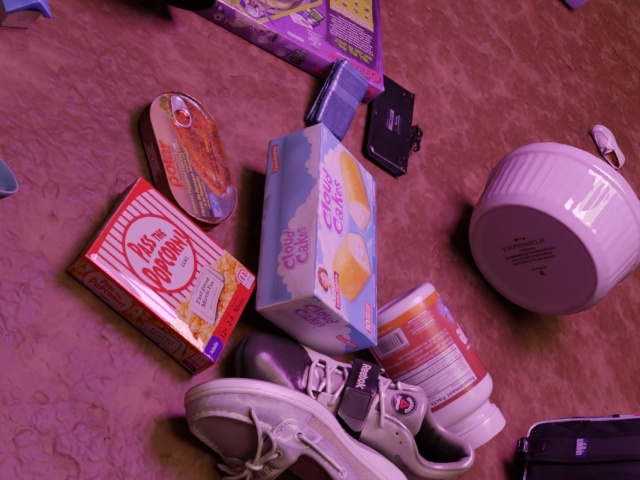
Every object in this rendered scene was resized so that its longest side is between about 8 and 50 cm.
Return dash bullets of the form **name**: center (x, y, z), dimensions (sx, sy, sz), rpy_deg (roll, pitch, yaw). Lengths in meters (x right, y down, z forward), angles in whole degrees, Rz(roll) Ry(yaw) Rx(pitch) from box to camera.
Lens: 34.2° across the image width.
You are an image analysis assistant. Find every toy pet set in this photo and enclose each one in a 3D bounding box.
- **toy pet set**: center (-0.371, -0.315, 1.237), dimensions (0.122, 0.065, 0.114), rpy_deg (-4, 68, -45)

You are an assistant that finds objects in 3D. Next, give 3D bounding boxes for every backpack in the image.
- **backpack**: center (0.419, 0.358, 1.439), dimensions (0.191, 0.254, 0.225), rpy_deg (54, 35, -35)

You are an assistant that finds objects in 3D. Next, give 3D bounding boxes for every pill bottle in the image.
- **pill bottle**: center (0.153, 0.175, 1.393), dimensions (0.121, 0.121, 0.216), rpy_deg (-32, 90, -49)

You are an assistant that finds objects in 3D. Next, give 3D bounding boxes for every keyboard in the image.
- **keyboard**: center (0.120, -0.180, 1.661), dimensions (0.108, 0.023, 0.180), rpy_deg (29, 49, -24)

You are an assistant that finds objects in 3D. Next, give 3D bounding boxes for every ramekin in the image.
- **ramekin**: center (0.353, -0.004, 1.604), dimensions (0.273, 0.273, 0.127), rpy_deg (49, 53, -9)

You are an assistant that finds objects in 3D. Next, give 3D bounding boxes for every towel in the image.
- **towel**: center (0.028, -0.209, 1.557), dimensions (0.067, 0.029, 0.119), rpy_deg (37, 65, -29)

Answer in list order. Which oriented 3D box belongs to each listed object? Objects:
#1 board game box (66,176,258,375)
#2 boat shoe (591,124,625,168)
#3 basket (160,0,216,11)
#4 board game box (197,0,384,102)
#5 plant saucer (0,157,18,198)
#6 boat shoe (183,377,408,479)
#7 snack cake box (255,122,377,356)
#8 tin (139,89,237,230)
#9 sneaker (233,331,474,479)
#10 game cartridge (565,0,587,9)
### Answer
- **board game box**: center (-0.179, 0.041, 1.213), dimensions (0.193, 0.045, 0.146), rpy_deg (42, 43, -17)
- **boat shoe**: center (0.579, -0.188, 2.103), dimensions (0.100, 0.035, 0.035), rpy_deg (56, 38, -11)
- **basket**: center (-0.183, -0.455, 1.374), dimensions (0.204, 0.154, 0.226), rpy_deg (35, 69, -47)
- **board game box**: center (-0.047, -0.368, 1.601), dimensions (0.347, 0.056, 0.208), rpy_deg (24, 47, -32)
- **plant saucer**: center (-0.422, -0.133, 0.967), dimensions (0.317, 0.043, 0.317), rpy_deg (41, 1, -1)
- **boat shoe**: center (-0.023, 0.260, 1.176), dimensions (0.320, 0.118, 0.103), rpy_deg (40, 39, -28)
- **snack cake box**: center (0.000, 0.000, 1.349), dimensions (0.152, 0.089, 0.264), rpy_deg (44, 39, -46)
- **tin**: center (-0.169, -0.101, 1.320), dimensions (0.106, 0.040, 0.189), rpy_deg (3, 63, -48)
- **sneaker**: center (0.051, 0.196, 1.264), dimensions (0.330, 0.146, 0.122), rpy_deg (36, 44, -21)
- **game cartridge**: center (0.527, -0.696, 2.356), dimensions (0.230, 0.068, 0.355), rpy_deg (39, 44, -25)
